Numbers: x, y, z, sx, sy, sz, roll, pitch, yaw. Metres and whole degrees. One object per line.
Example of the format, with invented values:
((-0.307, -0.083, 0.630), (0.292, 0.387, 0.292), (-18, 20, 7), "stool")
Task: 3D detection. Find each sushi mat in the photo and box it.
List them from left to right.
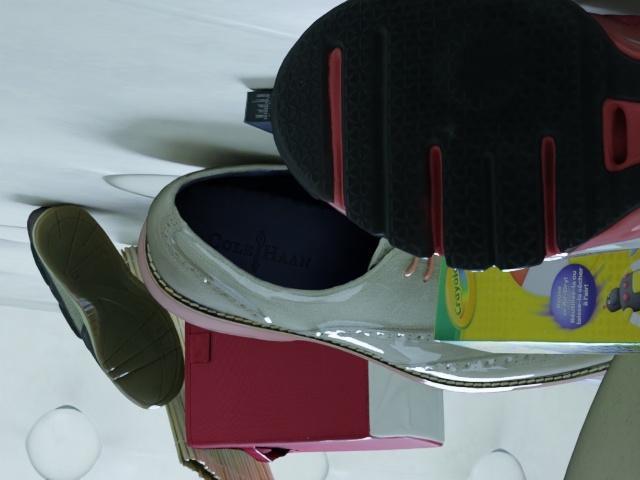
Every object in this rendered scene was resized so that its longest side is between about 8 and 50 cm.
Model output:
((-0.123, 0.142, 1.614), (0.019, 0.316, 0.151), (-39, 133, 14), "sushi mat")

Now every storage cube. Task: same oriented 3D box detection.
((-0.003, 0.104, 1.505), (0.193, 0.215, 0.183), (-5, 168, 26), "storage cube")

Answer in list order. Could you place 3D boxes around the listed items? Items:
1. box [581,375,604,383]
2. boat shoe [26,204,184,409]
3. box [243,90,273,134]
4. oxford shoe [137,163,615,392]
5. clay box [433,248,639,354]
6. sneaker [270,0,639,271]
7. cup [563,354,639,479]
((0.254, 0.091, 1.588), (0.203, 0.103, 0.114), (9, 173, -23), "box")
((-0.201, 0.057, 1.458), (0.080, 0.224, 0.073), (-36, -155, -14), "boat shoe")
((0.010, -0.067, 0.858), (0.083, 0.018, 0.067), (2, 172, 29), "box")
((0.072, 0.024, 1.082), (0.397, 0.141, 0.146), (4, 166, -7), "oxford shoe")
((0.132, -0.006, 0.814), (0.053, 0.127, 0.222), (12, 170, -35), "clay box")
((0.136, -0.035, 0.629), (0.313, 0.116, 0.136), (3, 174, 19), "sneaker")
((0.311, 0.084, 0.903), (0.331, 0.237, 0.331), (8, 177, 0), "cup")
